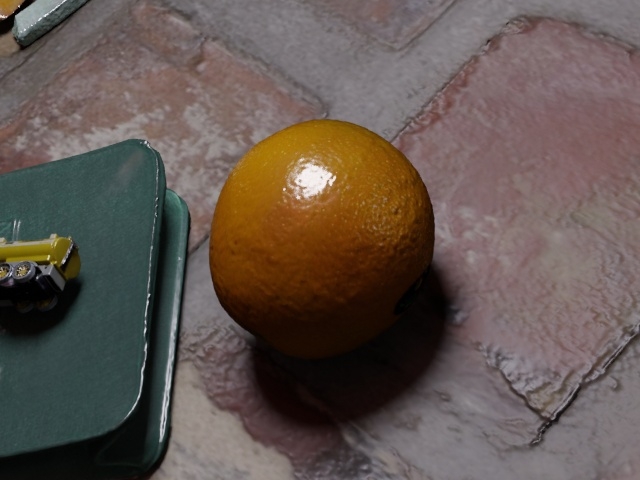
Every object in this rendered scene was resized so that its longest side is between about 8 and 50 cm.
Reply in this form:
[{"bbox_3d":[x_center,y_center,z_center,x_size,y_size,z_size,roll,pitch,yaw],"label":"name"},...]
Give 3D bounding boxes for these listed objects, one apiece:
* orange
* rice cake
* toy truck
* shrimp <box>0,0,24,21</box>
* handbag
[{"bbox_3d":[0.000,0.000,1.379,0.206,0.206,0.206,-11,51,15],"label":"orange"},{"bbox_3d":[-0.272,-0.276,1.805,0.171,0.029,0.033,-40,56,-8],"label":"rice cake"},{"bbox_3d":[-0.275,0.027,1.449,0.123,0.052,0.063,-4,50,24],"label":"toy truck"},{"bbox_3d":[-0.428,-0.271,1.848,0.289,0.075,0.178,-29,50,-17],"label":"shrimp"},{"bbox_3d":[-0.245,0.072,1.491,0.239,0.089,0.326,-10,53,16],"label":"handbag"}]
